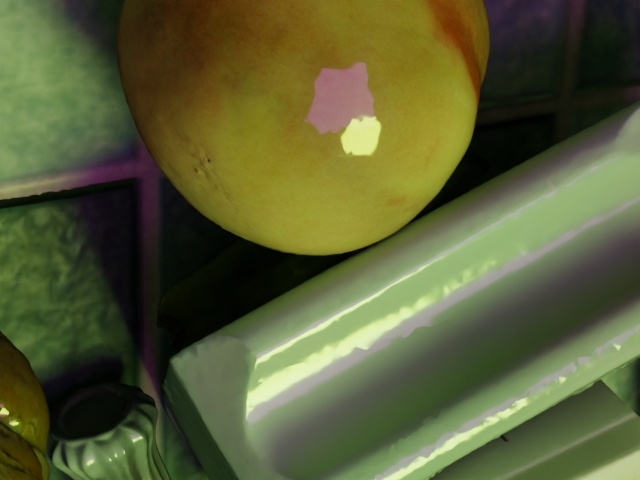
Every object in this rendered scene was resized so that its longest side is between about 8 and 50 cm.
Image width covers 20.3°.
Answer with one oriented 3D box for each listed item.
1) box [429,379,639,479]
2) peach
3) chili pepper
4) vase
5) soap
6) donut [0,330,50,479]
[{"bbox_3d":[0.108,0.234,1.092,0.203,0.116,0.274,-22,124,-16],"label":"box"},{"bbox_3d":[-0.010,-0.089,0.816,0.184,0.184,0.184,-13,121,-21],"label":"peach"},{"bbox_3d":[0.000,0.000,0.949,0.202,0.050,0.052,-31,110,-12],"label":"chili pepper"},{"bbox_3d":[-0.097,0.147,0.966,0.081,0.081,0.148,-27,121,-12],"label":"vase"},{"bbox_3d":[0.098,0.036,0.920,0.347,0.208,0.115,-28,83,-11],"label":"soap"},{"bbox_3d":[-0.235,0.070,0.770,0.261,0.208,0.128,40,108,-24],"label":"donut"}]
